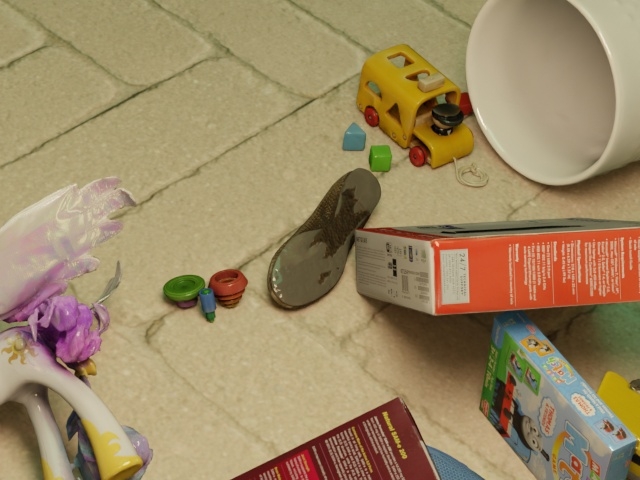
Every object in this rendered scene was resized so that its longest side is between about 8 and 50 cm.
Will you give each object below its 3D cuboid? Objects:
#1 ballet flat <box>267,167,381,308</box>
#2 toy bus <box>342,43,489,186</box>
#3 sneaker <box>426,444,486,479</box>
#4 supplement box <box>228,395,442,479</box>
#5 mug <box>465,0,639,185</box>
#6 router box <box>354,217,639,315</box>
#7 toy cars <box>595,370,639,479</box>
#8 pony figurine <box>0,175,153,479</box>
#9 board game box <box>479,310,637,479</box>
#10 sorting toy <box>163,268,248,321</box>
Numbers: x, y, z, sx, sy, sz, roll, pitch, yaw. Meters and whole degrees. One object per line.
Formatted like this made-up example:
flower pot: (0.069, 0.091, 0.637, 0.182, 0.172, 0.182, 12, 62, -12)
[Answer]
ballet flat: (0.000, 0.000, 1.986, 0.084, 0.058, 0.250, 44, 49, -13)
toy bus: (0.141, -0.183, 2.167, 0.202, 0.104, 0.191, 9, 42, 1)
sneaker: (0.205, 0.305, 1.609, 0.130, 0.147, 0.330, -30, 53, -35)
supplement box: (0.005, 0.272, 1.599, 0.239, 0.073, 0.130, -26, 47, 2)
mug: (0.378, -0.252, 2.193, 0.328, 0.276, 0.374, -20, 18, -35)
router box: (0.223, 0.024, 1.828, 0.301, 0.082, 0.335, -3, 3, -13)
toy cars: (0.467, 0.231, 1.778, 0.394, 0.087, 0.176, -1, 54, -20)
pony figurine: (-0.327, 0.124, 1.665, 0.351, 0.303, 0.363, -23, 65, -19)
board game box: (0.253, 0.198, 1.723, 0.039, 0.160, 0.211, -22, 49, -23)
sorting toy: (-0.135, 0.068, 1.901, 0.102, 0.042, 0.061, -9, 28, -2)
